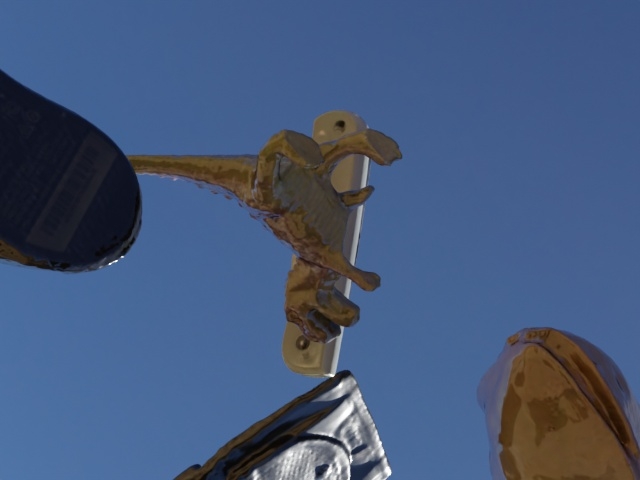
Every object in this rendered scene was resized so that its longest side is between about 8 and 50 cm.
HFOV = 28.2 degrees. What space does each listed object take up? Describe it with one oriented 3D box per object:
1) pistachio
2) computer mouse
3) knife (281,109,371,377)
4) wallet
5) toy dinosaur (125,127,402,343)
[{"bbox_3d":[0.244,0.187,1.237,0.213,0.163,0.260,41,-14,17],"label":"pistachio"},{"bbox_3d":[-0.248,-0.061,0.856,0.264,0.147,0.088,41,-49,-17],"label":"computer mouse"},{"bbox_3d":[0.003,0.001,1.239,0.073,0.040,0.265,1,-105,25],"label":"knife"},{"bbox_3d":[-0.071,0.285,1.311,0.041,0.323,0.247,49,-12,41],"label":"wallet"},{"bbox_3d":[-0.051,-0.030,0.926,0.251,0.072,0.200,30,-43,-15],"label":"toy dinosaur"}]
